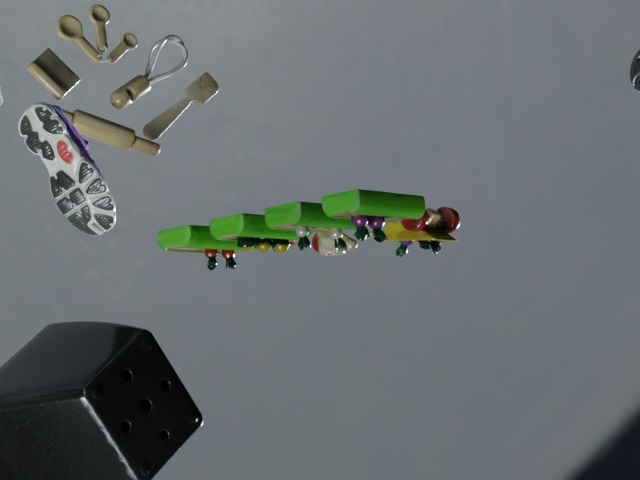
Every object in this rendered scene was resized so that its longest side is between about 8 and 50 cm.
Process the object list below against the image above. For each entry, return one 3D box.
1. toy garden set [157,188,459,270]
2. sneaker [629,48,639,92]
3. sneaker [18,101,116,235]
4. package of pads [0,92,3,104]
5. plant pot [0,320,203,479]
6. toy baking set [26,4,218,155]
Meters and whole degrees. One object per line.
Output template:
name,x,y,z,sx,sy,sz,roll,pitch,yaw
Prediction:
toy garden set,0.000,0.000,1.644,0.244,0.049,0.204,-11,171,36
sneaker,0.546,-0.232,2.182,0.271,0.108,0.100,-6,-111,38
sneaker,-0.281,-0.088,1.942,0.068,0.170,0.071,-27,180,22
package of pads,-0.358,-0.161,1.062,0.296,0.229,0.101,-16,-165,-36
plant pot,-0.244,0.194,1.812,0.167,0.187,0.188,-19,-162,40
toy baking set,-0.253,-0.206,2.179,0.030,0.256,0.197,-34,-142,55
